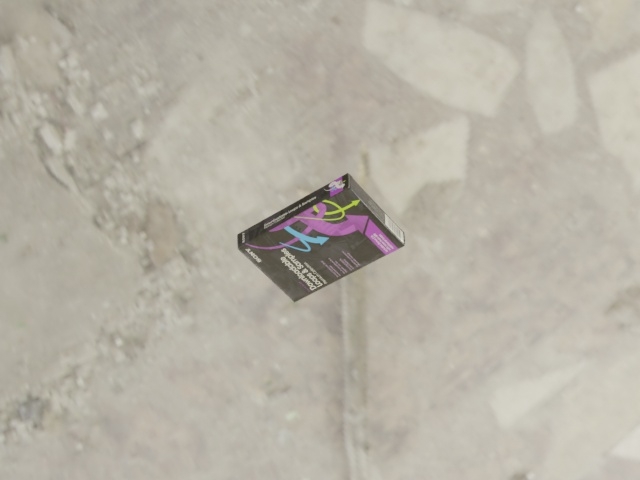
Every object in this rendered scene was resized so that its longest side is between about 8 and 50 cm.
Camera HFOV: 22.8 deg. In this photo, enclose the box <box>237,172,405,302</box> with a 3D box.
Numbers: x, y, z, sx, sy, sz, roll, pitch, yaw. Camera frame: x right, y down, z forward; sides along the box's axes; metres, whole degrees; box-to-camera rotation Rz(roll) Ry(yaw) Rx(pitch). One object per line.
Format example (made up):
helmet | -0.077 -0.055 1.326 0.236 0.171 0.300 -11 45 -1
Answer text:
box | 0.000 0.000 1.851 0.162 0.029 0.116 -28 128 24
